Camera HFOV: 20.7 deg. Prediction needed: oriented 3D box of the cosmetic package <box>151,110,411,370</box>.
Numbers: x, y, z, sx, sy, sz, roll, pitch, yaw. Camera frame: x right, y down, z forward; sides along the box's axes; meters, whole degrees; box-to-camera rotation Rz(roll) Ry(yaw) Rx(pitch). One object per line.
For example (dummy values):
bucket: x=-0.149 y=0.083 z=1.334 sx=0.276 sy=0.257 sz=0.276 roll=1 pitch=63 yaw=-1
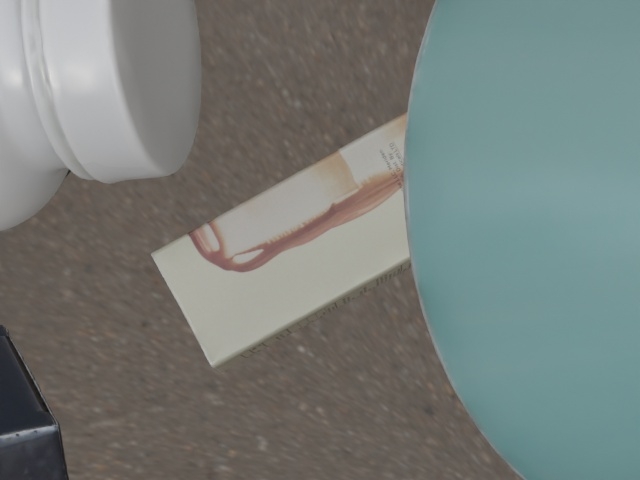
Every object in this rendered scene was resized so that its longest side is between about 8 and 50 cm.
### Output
cosmetic package: x=0.000 y=0.000 z=1.699 sx=0.296 sy=0.153 sz=0.129 roll=-29 pitch=86 yaw=-2

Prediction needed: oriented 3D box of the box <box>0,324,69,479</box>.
box: x=-0.216 y=0.182 z=1.104 sx=0.108 sy=0.153 sz=0.207 roll=-14 pitch=115 yaw=-17

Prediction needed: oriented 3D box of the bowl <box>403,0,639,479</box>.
bowl: x=0.204 y=-0.027 z=0.693 sx=0.311 sy=0.163 sz=0.312 roll=1 pitch=89 yaw=-33

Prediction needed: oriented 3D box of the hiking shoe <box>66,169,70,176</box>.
hiking shoe: x=-0.387 y=-0.127 z=1.777 sx=0.132 sy=0.304 sz=0.113 roll=23 pitch=92 yaw=42

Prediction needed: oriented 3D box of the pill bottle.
pill bottle: x=-0.115 y=-0.042 z=0.429 sx=0.160 sy=0.087 sz=0.087 roll=-4 pitch=80 yaw=14
